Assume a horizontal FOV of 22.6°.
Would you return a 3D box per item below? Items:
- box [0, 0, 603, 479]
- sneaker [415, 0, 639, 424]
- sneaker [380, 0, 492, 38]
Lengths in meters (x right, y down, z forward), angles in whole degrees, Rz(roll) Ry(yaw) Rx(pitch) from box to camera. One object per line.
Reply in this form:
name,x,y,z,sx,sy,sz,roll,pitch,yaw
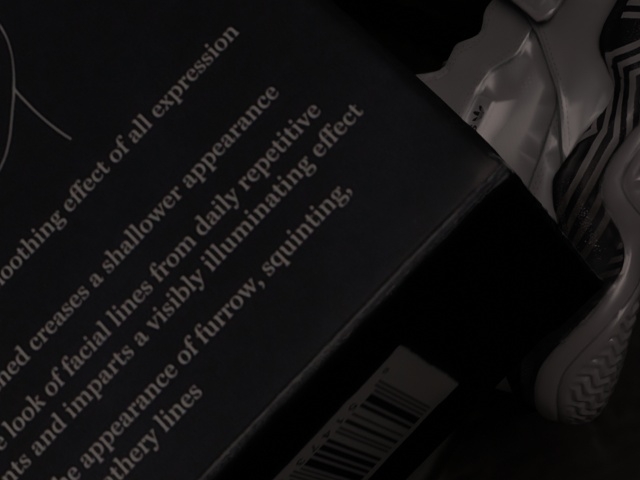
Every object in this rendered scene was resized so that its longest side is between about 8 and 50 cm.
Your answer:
box,-0.124,-0.025,0.737,0.293,0.212,0.395,-46,67,4
sneaker,0.089,-0.096,0.861,0.210,0.137,0.365,11,94,8
sneaker,0.093,-0.202,1.026,0.202,0.185,0.483,-39,76,3
